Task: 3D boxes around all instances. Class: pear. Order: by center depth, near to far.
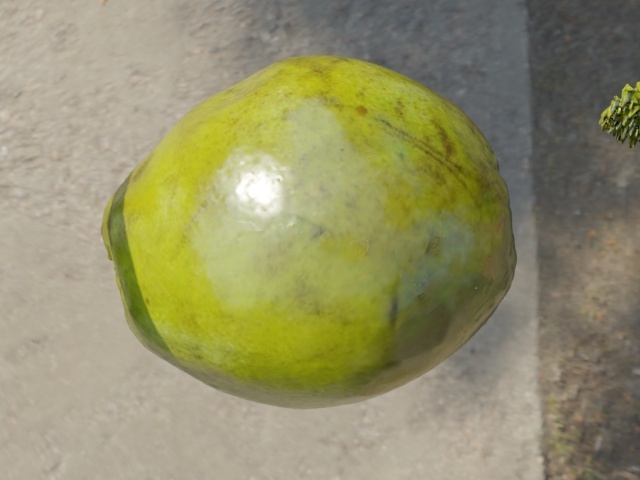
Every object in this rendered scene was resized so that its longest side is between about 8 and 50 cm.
[{"bbox_3d":[0.000,0.000,1.250,0.414,0.352,0.351,-12,97,-10],"label":"pear"}]

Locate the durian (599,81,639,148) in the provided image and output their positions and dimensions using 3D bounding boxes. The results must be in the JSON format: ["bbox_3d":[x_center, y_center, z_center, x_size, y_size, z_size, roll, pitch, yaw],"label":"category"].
[{"bbox_3d":[0.315,-0.111,1.044,0.137,0.220,0.095,-30,76,-15],"label":"durian"}]
